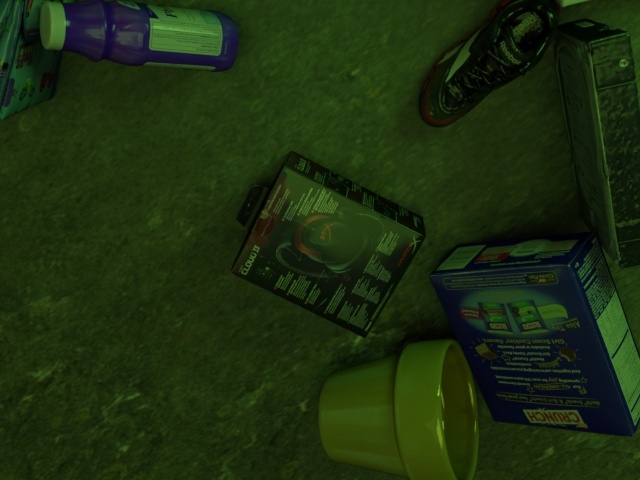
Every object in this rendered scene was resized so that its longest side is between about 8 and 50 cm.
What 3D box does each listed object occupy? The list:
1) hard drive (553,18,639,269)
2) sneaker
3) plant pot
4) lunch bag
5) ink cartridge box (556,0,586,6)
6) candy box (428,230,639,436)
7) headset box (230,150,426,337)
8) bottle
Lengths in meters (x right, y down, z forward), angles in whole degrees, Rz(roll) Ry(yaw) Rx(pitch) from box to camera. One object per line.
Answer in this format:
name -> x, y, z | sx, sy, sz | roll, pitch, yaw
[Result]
hard drive -> 0.426, -0.153, 1.163 | 0.064, 0.237, 0.338 | -13, 110, 10
sneaker -> 0.258, -0.277, 1.184 | 0.098, 0.135, 0.276 | 42, 109, -13
plant pot -> 0.136, 0.310, 1.368 | 0.239, 0.254, 0.253 | -8, 110, 25
lunch bag -> -0.454, -0.351, 1.163 | 0.138, 0.221, 0.293 | 29, 110, -7
ink cartridge box -> 0.413, -0.456, 1.052 | 0.354, 0.119, 0.207 | -14, 134, 1
candy box -> 0.366, 0.156, 1.277 | 0.268, 0.122, 0.317 | -7, 114, 47
headset box -> 0.000, 0.000, 1.318 | 0.293, 0.110, 0.218 | 26, 110, -6
bottle -> -0.268, -0.310, 1.153 | 0.283, 0.118, 0.092 | -3, 115, -33
